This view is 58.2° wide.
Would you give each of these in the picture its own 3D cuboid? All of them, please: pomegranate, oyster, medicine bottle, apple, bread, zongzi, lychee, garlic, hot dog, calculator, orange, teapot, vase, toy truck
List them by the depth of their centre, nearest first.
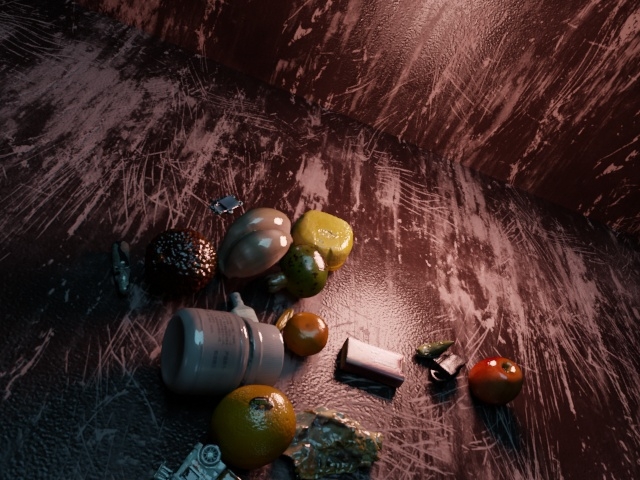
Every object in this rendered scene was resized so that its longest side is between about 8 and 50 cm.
[{"bbox_3d":[-0.262,0.652,1.421,0.338,0.133,0.184,39,55,10],"label":"toy truck"},{"bbox_3d":[-0.185,0.506,1.567,0.236,0.236,0.236,17,39,-14],"label":"orange"},{"bbox_3d":[-0.286,0.331,1.682,0.306,0.245,0.245,12,39,-31],"label":"medicine bottle"},{"bbox_3d":[0.034,0.584,1.702,0.355,0.107,0.201,3,47,-28],"label":"oyster"},{"bbox_3d":[-0.651,0.092,1.888,0.060,0.060,0.211,3,43,-29],"label":"vase"},{"bbox_3d":[-0.453,0.072,1.907,0.236,0.236,0.271,44,18,20],"label":"lychee"},{"bbox_3d":[-0.258,0.266,1.933,0.090,0.053,0.208,-3,45,-32],"label":"medicine bottle"},{"bbox_3d":[-0.050,0.319,1.943,0.156,0.124,0.156,4,48,-4],"label":"orange"},{"bbox_3d":[-0.128,0.286,2.009,0.044,0.028,0.137,8,31,17],"label":"hot dog"},{"bbox_3d":[-0.191,0.020,2.075,0.340,0.245,0.231,-14,37,-41],"label":"garlic"},{"bbox_3d":[0.640,0.512,2.104,0.181,0.168,0.181,13,38,-10],"label":"apple"},{"bbox_3d":[-0.088,0.121,2.108,0.248,0.202,0.202,-16,53,-21],"label":"pomegranate"},{"bbox_3d":[0.456,0.465,2.113,0.096,0.087,0.177,40,39,23],"label":"teapot"},{"bbox_3d":[0.422,0.399,2.139,0.109,0.119,0.055,3,56,-29],"label":"zongzi"},{"bbox_3d":[0.000,0.000,2.326,0.270,0.148,0.269,13,40,-12],"label":"bread"},{"bbox_3d":[-0.386,-0.146,2.364,0.094,0.019,0.141,38,40,15],"label":"calculator"}]

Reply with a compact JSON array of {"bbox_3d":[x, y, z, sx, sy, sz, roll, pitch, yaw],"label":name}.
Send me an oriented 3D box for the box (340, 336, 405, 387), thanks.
[{"bbox_3d":[0.182,0.425,2.004,0.224,0.069,0.120,19,39,-10],"label":"box"}]
